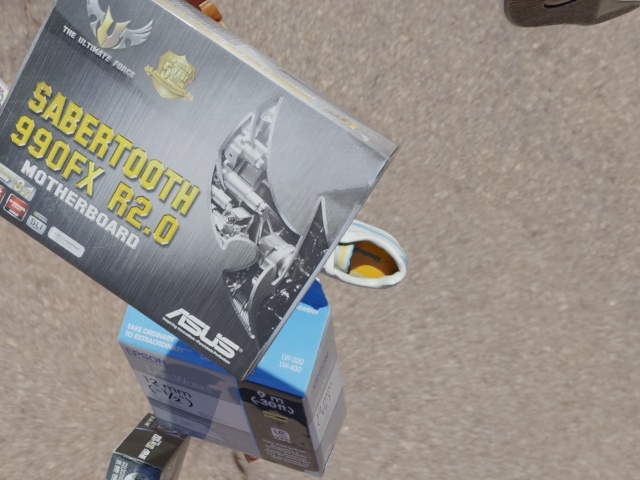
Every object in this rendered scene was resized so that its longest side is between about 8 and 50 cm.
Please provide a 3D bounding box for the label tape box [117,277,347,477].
[{"bbox_3d":[-0.110,0.146,1.195,0.249,0.348,0.115,15,58,17],"label":"label tape box"}]

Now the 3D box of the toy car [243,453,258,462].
[{"bbox_3d":[-0.086,0.339,1.414,0.060,0.040,0.122,-8,77,4],"label":"toy car"}]

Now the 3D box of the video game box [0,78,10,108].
[{"bbox_3d":[-0.506,-0.155,1.273,0.205,0.048,0.187,-41,106,1],"label":"video game box"}]

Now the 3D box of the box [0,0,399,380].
[{"bbox_3d":[-0.093,-0.047,0.631,0.231,0.056,0.183,35,110,2],"label":"box"}]

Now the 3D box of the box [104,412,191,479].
[{"bbox_3d":[-0.265,0.368,1.415,0.077,0.147,0.180,20,104,6],"label":"box"}]

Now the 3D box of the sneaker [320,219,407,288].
[{"bbox_3d":[0.000,0.000,1.190,0.229,0.092,0.087,13,100,-10],"label":"sneaker"}]

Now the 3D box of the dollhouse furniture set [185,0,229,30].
[{"bbox_3d":[-0.180,-0.354,1.327,0.259,0.262,0.135,-33,60,3],"label":"dollhouse furniture set"}]

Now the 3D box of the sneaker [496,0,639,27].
[{"bbox_3d":[0.240,-0.287,0.977,0.106,0.290,0.123,-17,89,32],"label":"sneaker"}]
